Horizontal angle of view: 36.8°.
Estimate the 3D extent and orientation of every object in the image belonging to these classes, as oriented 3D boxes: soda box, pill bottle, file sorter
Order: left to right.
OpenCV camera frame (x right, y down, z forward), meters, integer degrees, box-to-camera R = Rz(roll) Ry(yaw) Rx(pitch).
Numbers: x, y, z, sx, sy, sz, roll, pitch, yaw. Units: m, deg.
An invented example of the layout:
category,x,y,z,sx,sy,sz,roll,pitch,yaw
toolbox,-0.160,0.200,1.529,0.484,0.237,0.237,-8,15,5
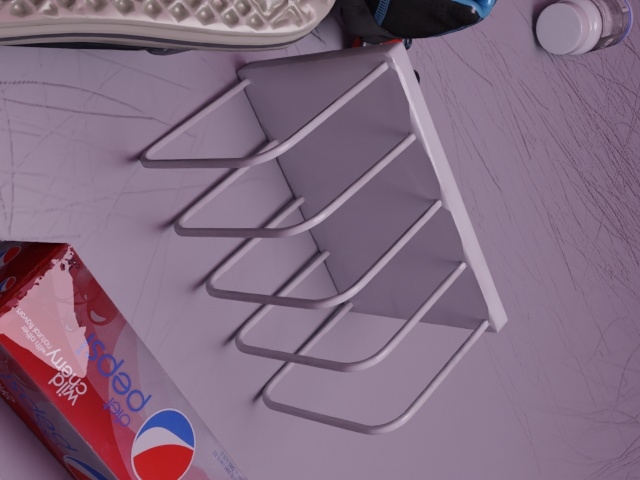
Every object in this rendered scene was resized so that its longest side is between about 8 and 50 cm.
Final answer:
category,x,y,z,sx,sy,sz,roll,pitch,yaw
soda box,-0.166,0.123,0.725,0.083,0.092,0.263,-51,125,-32
file sorter,0.000,0.000,0.830,0.173,0.193,0.277,-42,119,-34
pill bottle,0.346,-0.285,1.265,0.137,0.078,0.078,-21,106,-44

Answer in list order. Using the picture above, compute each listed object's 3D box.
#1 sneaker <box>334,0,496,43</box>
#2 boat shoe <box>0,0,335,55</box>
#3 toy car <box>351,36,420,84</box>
category,x,y,z,sx,sy,sz,roll,pitch,yaw
sneaker,0.051,-0.322,0.807,0.125,0.140,0.341,-55,134,-28
boat shoe,-0.227,-0.208,0.621,0.500,0.156,0.186,1,95,-31
toy car,0.053,-0.275,0.978,0.239,0.053,0.225,50,57,-35
